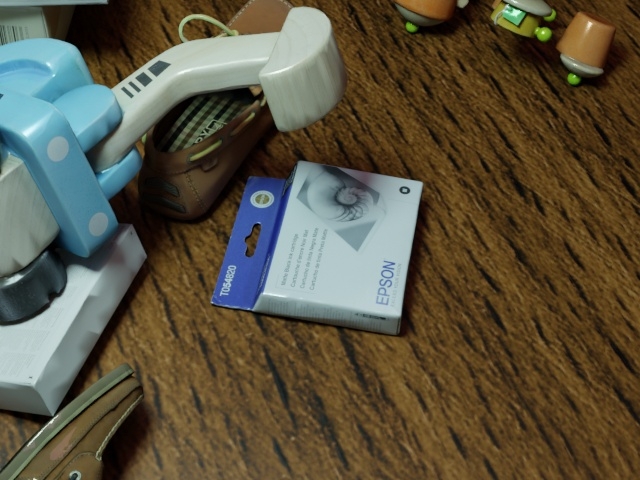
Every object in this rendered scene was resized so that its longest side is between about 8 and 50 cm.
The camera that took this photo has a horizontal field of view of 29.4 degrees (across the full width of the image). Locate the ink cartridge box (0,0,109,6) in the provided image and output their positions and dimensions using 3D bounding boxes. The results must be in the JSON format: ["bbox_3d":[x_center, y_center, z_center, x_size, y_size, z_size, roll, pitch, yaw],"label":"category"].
[{"bbox_3d":[-0.431,-0.424,1.637,0.307,0.072,0.304,-1,49,-5],"label":"ink cartridge box"}]

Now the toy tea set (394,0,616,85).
[{"bbox_3d":[0.248,-0.311,1.731,0.336,0.124,0.200,37,27,30],"label":"toy tea set"}]

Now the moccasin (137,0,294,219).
[{"bbox_3d":[-0.126,-0.200,1.561,0.139,0.147,0.380,22,51,16],"label":"moccasin"}]

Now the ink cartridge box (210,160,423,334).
[{"bbox_3d":[0.000,0.000,1.457,0.224,0.045,0.223,8,49,5],"label":"ink cartridge box"}]

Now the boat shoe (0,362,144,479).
[{"bbox_3d":[-0.266,0.246,1.197,0.104,0.111,0.307,45,50,0],"label":"boat shoe"}]

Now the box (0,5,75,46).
[{"bbox_3d":[-0.420,-0.381,1.725,0.148,0.121,0.311,3,48,0],"label":"box"}]

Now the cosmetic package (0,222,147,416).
[{"bbox_3d":[-0.289,0.081,1.348,0.098,0.060,0.239,3,45,25],"label":"cosmetic package"}]

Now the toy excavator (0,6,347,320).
[{"bbox_3d":[-0.251,-0.133,1.344,0.433,0.222,0.445,19,55,37],"label":"toy excavator"}]
